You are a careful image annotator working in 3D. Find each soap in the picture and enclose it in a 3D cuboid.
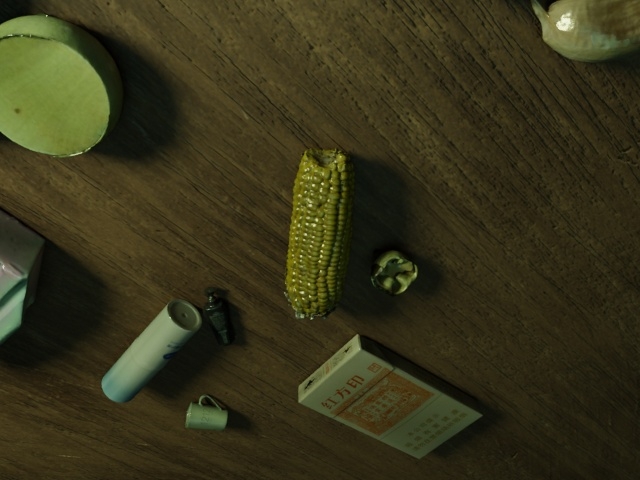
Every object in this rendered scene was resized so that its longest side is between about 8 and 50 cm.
[{"bbox_3d":[-0.611,0.096,0.928,0.324,0.109,0.193,-37,118,20],"label":"soap"}]

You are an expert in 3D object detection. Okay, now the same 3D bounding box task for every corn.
[{"bbox_3d":[0.000,0.000,0.894,0.115,0.115,0.317,3,124,-5],"label":"corn"}]

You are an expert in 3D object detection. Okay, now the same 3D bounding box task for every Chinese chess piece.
[{"bbox_3d":[-0.370,-0.210,0.746,0.189,0.083,0.188,-2,128,-3],"label":"Chinese chess piece"}]

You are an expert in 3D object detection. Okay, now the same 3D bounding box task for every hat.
[{"bbox_3d":[0.126,0.053,0.968,0.077,0.059,0.076,33,101,-29],"label":"hat"}]

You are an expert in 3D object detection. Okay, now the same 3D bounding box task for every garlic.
[{"bbox_3d":[0.373,-0.303,0.726,0.199,0.090,0.128,-9,110,11],"label":"garlic"}]

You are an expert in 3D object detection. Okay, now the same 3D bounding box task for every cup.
[{"bbox_3d":[-0.248,0.378,1.188,0.084,0.074,0.054,14,160,-16],"label":"cup"}]

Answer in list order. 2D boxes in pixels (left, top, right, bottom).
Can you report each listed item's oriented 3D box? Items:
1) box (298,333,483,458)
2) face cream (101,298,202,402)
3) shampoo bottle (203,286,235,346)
[{"bbox_3d":[0.155,0.350,1.180,0.365,0.051,0.204,32,118,-23],"label":"box"},{"bbox_3d":[-0.329,0.217,1.046,0.077,0.077,0.250,34,117,-23],"label":"face cream"},{"bbox_3d":[-0.196,0.146,1.034,0.048,0.027,0.137,-16,125,-8],"label":"shampoo bottle"}]
